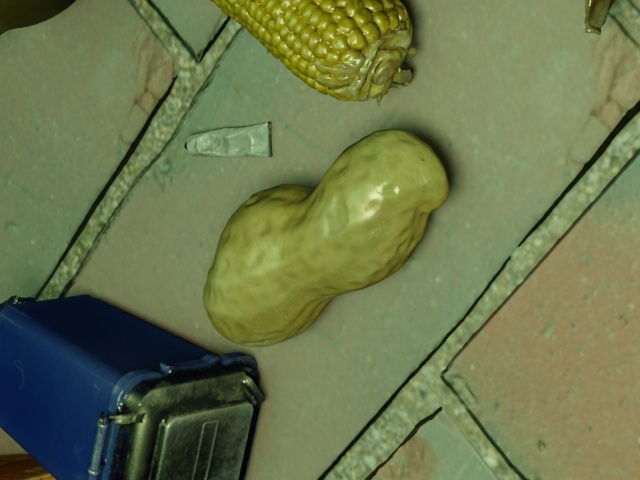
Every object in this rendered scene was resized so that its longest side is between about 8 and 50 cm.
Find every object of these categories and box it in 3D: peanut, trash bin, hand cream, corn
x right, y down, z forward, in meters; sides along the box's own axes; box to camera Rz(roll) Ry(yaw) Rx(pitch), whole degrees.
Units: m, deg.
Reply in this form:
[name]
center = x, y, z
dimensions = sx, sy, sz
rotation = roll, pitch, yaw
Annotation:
[peanut]
center = 0.000, 0.000, 1.562
dimensions = 0.263, 0.101, 0.117
rotation = -30, 98, 38
[trash bin]
center = -0.187, 0.145, 1.699
dimensions = 0.234, 0.184, 0.163
rotation = 29, 114, 39
[hand cream]
center = -0.077, -0.084, 1.670
dimensions = 0.093, 0.019, 0.030
rotation = -1, 95, 33
[corn]
center = -0.038, -0.213, 1.562
dimensions = 0.293, 0.106, 0.106
rotation = 43, 122, 29

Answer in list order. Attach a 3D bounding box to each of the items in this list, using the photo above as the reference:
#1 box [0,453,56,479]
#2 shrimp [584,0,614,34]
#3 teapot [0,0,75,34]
[box]
center = -0.366, 0.288, 1.834
dimensions = 0.341, 0.225, 0.143
rotation = -5, 93, 40
[shrimp]
center = 0.258, -0.277, 1.320
dimensions = 0.168, 0.077, 0.317
rotation = 30, 113, 29
[teapot]
center = -0.280, -0.280, 1.711
dimensions = 0.175, 0.185, 0.268
rotation = 131, 150, -65
